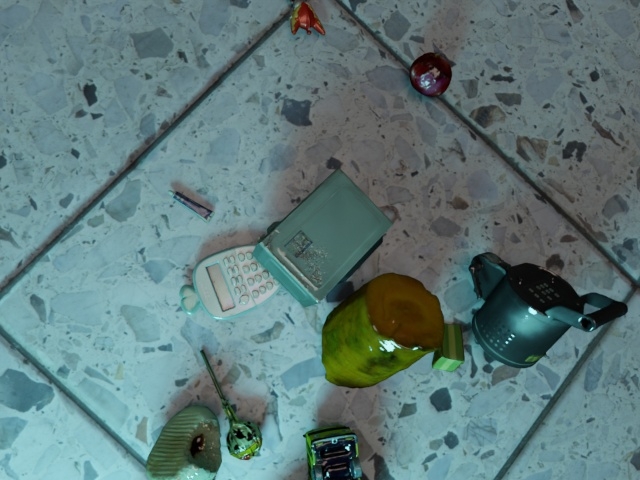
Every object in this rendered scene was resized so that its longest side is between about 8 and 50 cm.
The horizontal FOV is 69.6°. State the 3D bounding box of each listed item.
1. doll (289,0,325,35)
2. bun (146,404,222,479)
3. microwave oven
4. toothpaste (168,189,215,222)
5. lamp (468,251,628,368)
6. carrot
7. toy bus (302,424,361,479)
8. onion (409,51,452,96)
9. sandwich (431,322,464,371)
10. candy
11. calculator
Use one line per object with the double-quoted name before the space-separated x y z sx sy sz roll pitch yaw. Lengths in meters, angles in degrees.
"doll" -0.057 -0.681 1.368 0.109 0.057 0.169 -11 71 -26
"bun" -0.315 0.523 1.131 0.213 0.203 0.127 -57 132 -26
"microwave oven" 0.000 0.000 1.216 0.237 0.181 0.295 46 71 -2
"toothpaste" -0.361 -0.099 1.274 0.139 0.021 0.037 33 79 -5
"lamp" 0.547 0.212 1.225 0.204 0.374 0.272 -12 119 -32
"carrot" 0.154 0.237 1.206 0.241 0.341 0.242 15 55 -21
"toy bus" 0.033 0.612 1.178 0.127 0.150 0.262 -5 89 -12
"onion" 0.325 -0.491 1.364 0.131 0.131 0.131 1 83 -7
"sandwich" 0.364 0.307 1.331 0.074 0.074 0.117 14 50 -5
"candy" -0.244 0.425 1.211 0.091 0.083 0.306 -25 79 -8
"calculator" -0.239 0.114 1.256 0.295 0.042 0.184 -21 86 -12
